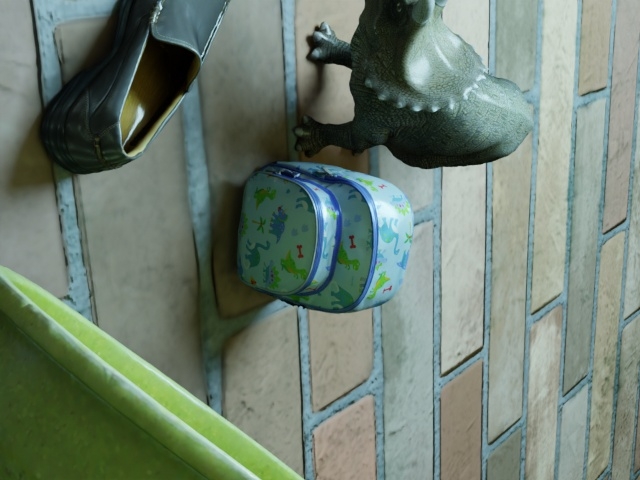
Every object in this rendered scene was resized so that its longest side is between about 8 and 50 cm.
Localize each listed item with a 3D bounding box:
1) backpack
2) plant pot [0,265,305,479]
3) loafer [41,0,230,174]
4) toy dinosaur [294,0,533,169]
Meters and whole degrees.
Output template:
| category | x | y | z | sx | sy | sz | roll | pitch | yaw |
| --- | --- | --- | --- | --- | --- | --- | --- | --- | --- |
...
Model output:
| category | x | y | z | sx | sy | sz | roll | pitch | yaw |
| --- | --- | --- | --- | --- | --- | --- | --- | --- | --- |
| backpack | 0.000 | 0.000 | 0.614 | 0.084 | 0.114 | 0.104 | -2 | 102 | -51 |
| plant pot | -0.124 | 0.194 | 0.425 | 0.253 | 0.276 | 0.276 | -54 | 137 | -10 |
| loafer | -0.090 | -0.107 | 0.515 | 0.062 | 0.061 | 0.170 | 47 | 63 | -45 |
| toy dinosaur | 0.088 | -0.097 | 0.660 | 0.314 | 0.160 | 0.120 | 27 | 79 | -50 |
